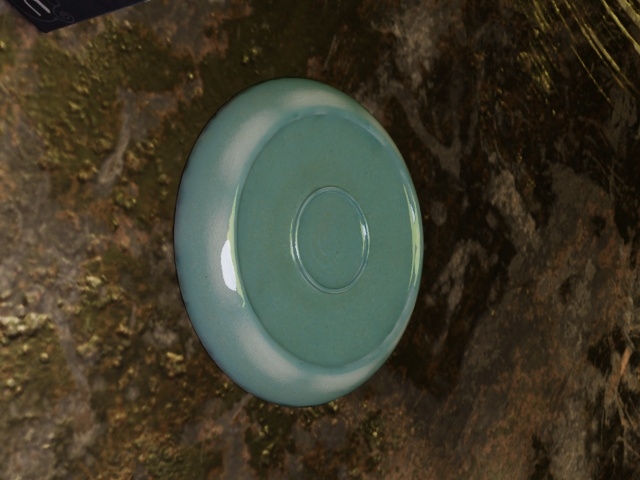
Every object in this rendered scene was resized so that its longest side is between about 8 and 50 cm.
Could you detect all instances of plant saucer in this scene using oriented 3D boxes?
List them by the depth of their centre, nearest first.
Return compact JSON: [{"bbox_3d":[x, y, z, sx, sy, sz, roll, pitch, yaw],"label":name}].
[{"bbox_3d":[0.000,0.000,1.088,0.317,0.044,0.317,4,84,-45],"label":"plant saucer"}]

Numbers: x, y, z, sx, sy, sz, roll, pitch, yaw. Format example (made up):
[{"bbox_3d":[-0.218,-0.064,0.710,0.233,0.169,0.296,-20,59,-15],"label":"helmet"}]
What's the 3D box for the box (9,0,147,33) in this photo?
[{"bbox_3d":[-0.220,-0.305,0.819,0.270,0.143,0.165,44,58,-34],"label":"box"}]
